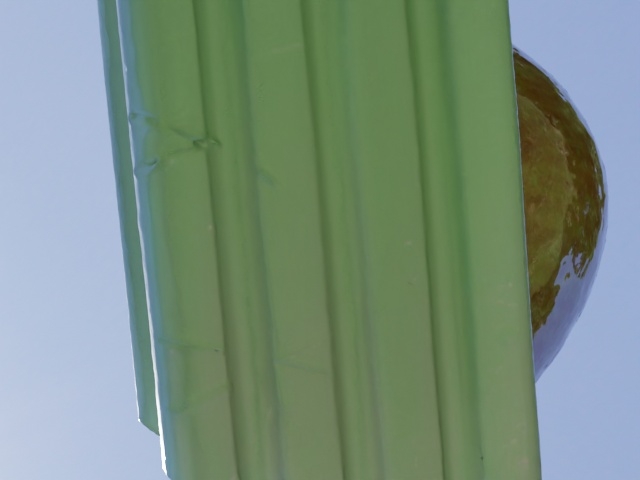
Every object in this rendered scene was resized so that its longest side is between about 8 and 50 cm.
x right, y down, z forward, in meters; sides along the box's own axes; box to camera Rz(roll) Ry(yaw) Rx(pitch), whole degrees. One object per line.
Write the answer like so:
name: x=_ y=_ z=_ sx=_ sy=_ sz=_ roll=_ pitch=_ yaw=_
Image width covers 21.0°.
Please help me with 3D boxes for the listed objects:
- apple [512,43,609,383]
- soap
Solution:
apple: x=0.050 y=0.008 z=1.147 sx=0.250 sy=0.309 sz=0.277 roll=14 pitch=-136 yaw=-56
soap: x=0.000 y=0.000 z=0.776 sx=0.173 sy=0.095 sz=0.289 roll=-7 pitch=-83 yaw=-14
